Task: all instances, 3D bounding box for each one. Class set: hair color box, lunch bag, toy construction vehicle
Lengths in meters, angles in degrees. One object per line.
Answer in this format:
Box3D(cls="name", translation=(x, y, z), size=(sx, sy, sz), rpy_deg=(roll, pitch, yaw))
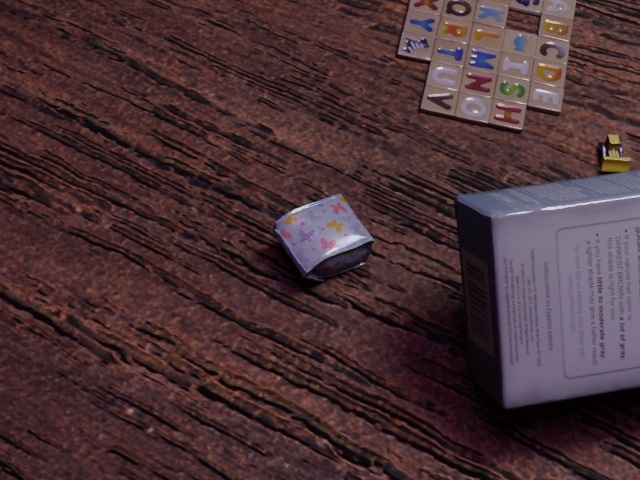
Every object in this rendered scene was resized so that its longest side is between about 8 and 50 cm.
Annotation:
Box3D(cls="hair color box", translation=(0.328, 0.030, 1.315), size=(0.375, 0.185, 0.113), rpy_deg=(-8, 13, -10))
Box3D(cls="lunch bag", translation=(0.000, 0.000, 1.403), size=(0.083, 0.053, 0.071), rpy_deg=(-19, 59, -31))
Box3D(cls="toy construction vehicle", translation=(0.352, -0.077, 1.507), size=(0.086, 0.035, 0.098), rpy_deg=(4, 52, -3))

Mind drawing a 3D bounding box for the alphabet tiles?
Box3D(cls="alphabet tiles", translation=(0.193, -0.225, 1.621), size=(0.198, 0.009, 0.237), rpy_deg=(12, 52, 3))
